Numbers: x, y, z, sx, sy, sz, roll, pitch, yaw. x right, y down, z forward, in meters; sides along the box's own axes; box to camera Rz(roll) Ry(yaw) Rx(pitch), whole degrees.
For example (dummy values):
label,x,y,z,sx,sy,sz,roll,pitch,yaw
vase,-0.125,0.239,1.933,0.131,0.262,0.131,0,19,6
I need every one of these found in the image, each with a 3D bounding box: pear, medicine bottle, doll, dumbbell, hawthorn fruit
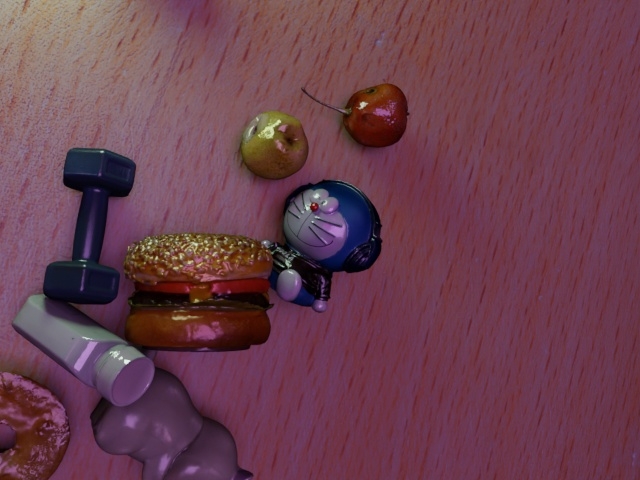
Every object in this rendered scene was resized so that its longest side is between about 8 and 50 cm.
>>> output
label,x,y,z,sx,sy,sz,roll,pitch,yaw
pear,-0.108,-0.228,1.369,0.178,0.178,0.177,0,90,-22
medicine bottle,-0.473,0.217,1.151,0.111,0.296,0.161,-62,153,-11
doll,-0.343,0.427,1.251,0.226,0.215,0.370,-42,103,-33
dumbbell,-0.481,-0.028,1.198,0.144,0.160,0.324,8,77,-22
hawthorn fruit,0.086,-0.327,1.461,0.286,0.165,0.165,3,89,-16
doll,0.000,0.000,1.382,0.309,0.284,0.240,-58,149,2

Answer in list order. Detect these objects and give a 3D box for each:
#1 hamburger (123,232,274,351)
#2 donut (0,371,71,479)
label,x,y,z,sx,sy,sz,roll,pitch,yaw
hamburger,-0.256,0.107,1.223,0.330,0.330,0.249,4,82,-22
donut,-0.664,0.395,1.177,0.278,0.108,0.277,0,90,-22
